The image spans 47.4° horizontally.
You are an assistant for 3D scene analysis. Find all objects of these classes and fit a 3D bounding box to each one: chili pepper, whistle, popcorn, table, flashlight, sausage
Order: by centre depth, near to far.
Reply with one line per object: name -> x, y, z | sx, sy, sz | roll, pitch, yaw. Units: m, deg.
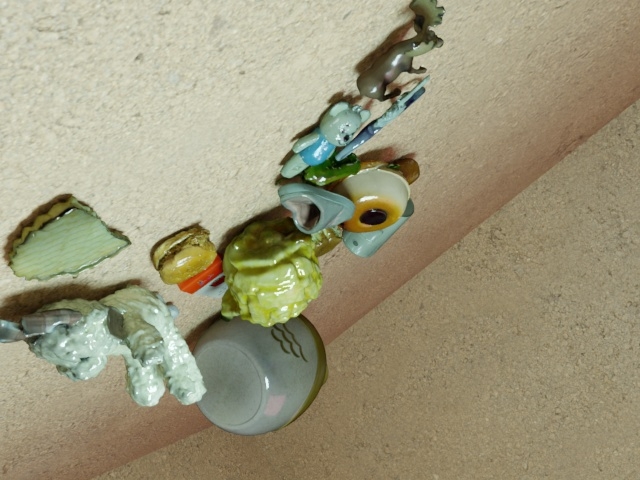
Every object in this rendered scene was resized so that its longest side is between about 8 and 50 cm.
whistle -> 0.003, -0.204, 1.525 | 0.235, 0.077, 0.114 | -40, 152, 31
chili pepper -> 0.004, -0.159, 1.667 | 0.203, 0.072, 0.073 | -18, 141, -27
popcorn -> -0.118, 0.064, 1.794 | 0.292, 0.293, 0.237 | -29, 126, -17
flashlight -> -0.422, 0.180, 1.876 | 0.093, 0.048, 0.200 | -32, 162, -10
sausage -> 0.144, -0.132, 2.024 | 0.302, 0.076, 0.103 | -34, 172, 5
table -> 0.172, -0.057, 2.210 | 0.126, 0.126, 0.220 | -18, 158, -44

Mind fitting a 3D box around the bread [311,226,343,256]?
bread -> 0.000, 0.000, 2.143 | 0.127, 0.069, 0.140 | -27, 164, -28

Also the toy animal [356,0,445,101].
toy animal -> 0.156, -0.344, 1.368 | 0.214, 0.094, 0.186 | -41, 167, 11

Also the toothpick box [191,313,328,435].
toothpick box -> -0.189, 0.407, 2.362 | 0.409, 0.409, 0.425 | -42, 168, 27

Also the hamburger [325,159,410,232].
hamburger -> 0.117, -0.112, 1.877 | 0.236, 0.148, 0.237 | -7, 149, -4

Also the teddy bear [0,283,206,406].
teddy bear -> -0.468, 0.263, 1.556 | 0.327, 0.376, 0.362 | -8, -164, 26

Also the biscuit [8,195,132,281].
biscuit -> -0.460, 0.010, 1.299 | 0.187, 0.036, 0.273 | -32, 165, -6

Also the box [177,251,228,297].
box -> -0.274, 0.096, 1.940 | 0.139, 0.035, 0.245 | -35, 165, 6

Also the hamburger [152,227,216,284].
hamburger -> -0.299, 0.035, 1.617 | 0.138, 0.083, 0.147 | -31, 168, -25

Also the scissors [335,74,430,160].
scissors -> 0.148, -0.265, 1.491 | 0.256, 0.029, 0.383 | -39, -178, -5

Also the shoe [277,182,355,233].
shoe -> -0.008, -0.064, 1.695 | 0.103, 0.100, 0.251 | -4, 165, 36
